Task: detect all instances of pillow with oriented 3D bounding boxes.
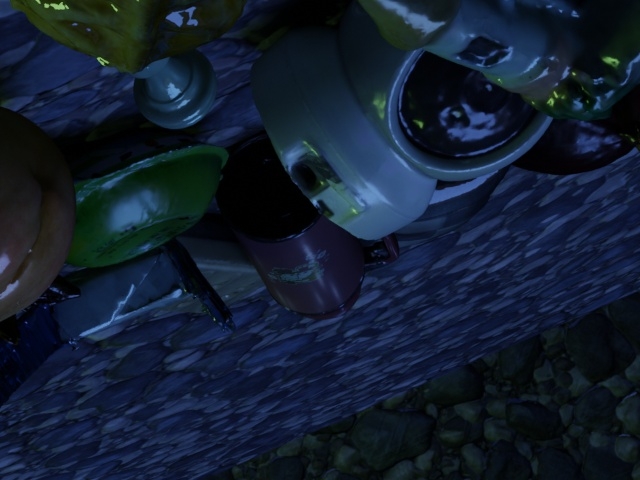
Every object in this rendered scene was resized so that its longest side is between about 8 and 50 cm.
[{"bbox_3d":[0.101,-0.054,2.061,0.186,0.106,0.250,-15,169,-11],"label":"pillow"}]

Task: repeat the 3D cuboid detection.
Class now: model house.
[{"bbox_3d":[0.113,-0.235,1.182,0.325,0.194,0.267,14,131,-46],"label":"model house"}]

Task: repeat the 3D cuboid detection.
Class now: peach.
[{"bbox_3d":[-0.263,-0.019,1.425,0.184,0.184,0.184,-24,166,-6],"label":"peach"}]

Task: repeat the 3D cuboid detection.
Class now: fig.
[{"bbox_3d":[0.222,-0.125,1.705,0.203,0.249,0.186,-12,138,-23],"label":"fig"}]

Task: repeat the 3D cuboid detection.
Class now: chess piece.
[{"bbox_3d":[-0.123,-0.132,1.487,0.067,0.067,0.103,-27,156,7],"label":"chess piece"}]

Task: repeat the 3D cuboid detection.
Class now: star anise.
[{"bbox_3d":[-0.287,0.038,1.691,0.212,0.157,0.053,-2,112,-54],"label":"star anise"}]

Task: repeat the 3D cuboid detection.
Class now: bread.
[{"bbox_3d":[-0.097,-0.199,1.136,0.152,0.130,0.268,-11,163,-17],"label":"bread"}]

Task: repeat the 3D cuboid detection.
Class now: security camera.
[{"bbox_3d":[0.085,-0.132,1.582,0.236,0.194,0.194,-32,165,19],"label":"security camera"}]

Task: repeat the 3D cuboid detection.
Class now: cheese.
[{"bbox_3d":[-0.193,-0.034,1.670,0.204,0.083,0.320,-30,168,28],"label":"cheese"}]

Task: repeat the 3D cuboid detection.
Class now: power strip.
[{"bbox_3d":[-0.137,0.026,2.024,0.105,0.070,0.256,-30,164,19],"label":"power strip"}]

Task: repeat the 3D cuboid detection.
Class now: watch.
[{"bbox_3d":[-0.217,0.090,1.705,0.276,0.068,0.274,-23,-165,-4],"label":"watch"}]

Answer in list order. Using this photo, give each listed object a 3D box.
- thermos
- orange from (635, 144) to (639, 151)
[{"bbox_3d":[-0.007,-0.004,1.965,0.136,0.109,0.330,-38,159,-5],"label":"thermos"},{"bbox_3d":[0.407,-0.208,1.841,0.262,0.196,0.334,-35,176,-26],"label":"orange"}]
